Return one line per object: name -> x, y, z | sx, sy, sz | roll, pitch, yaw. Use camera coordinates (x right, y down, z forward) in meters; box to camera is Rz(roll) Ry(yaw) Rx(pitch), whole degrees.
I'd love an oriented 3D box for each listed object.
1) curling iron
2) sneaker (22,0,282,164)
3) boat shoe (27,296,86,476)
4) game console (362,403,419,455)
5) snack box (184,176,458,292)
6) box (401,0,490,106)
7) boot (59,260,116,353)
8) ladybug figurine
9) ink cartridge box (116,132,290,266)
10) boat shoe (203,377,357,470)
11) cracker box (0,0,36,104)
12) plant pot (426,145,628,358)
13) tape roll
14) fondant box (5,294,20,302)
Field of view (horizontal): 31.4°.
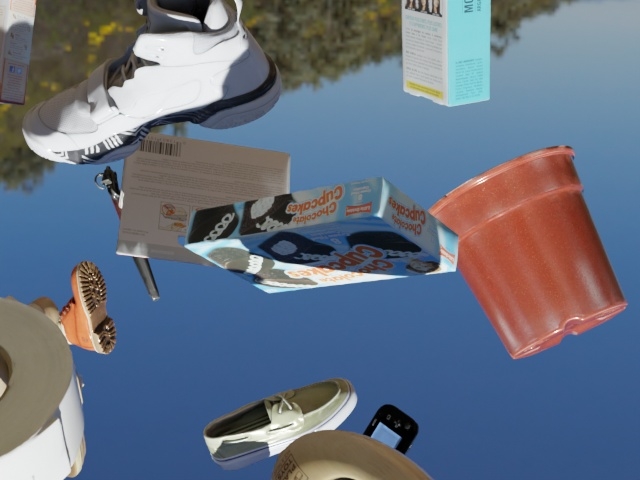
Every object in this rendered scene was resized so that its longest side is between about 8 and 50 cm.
curling iron -> -0.364, -0.012, 2.145 | 0.035, 0.274, 0.068 | -22, 176, 12
sneaker -> -0.248, -0.231, 1.517 | 0.366, 0.210, 0.137 | -12, -128, 6
boat shoe -> -0.448, 0.255, 1.929 | 0.122, 0.341, 0.110 | 13, -143, 25
game console -> 0.072, 0.510, 2.424 | 0.213, 0.361, 0.044 | 32, -178, 22
snack box -> 0.000, 0.000, 1.523 | 0.322, 0.060, 0.187 | -9, 152, 36
box -> 0.141, -0.282, 1.285 | 0.060, 0.244, 0.100 | -13, -157, -25
boot -> -0.372, 0.101, 1.749 | 0.085, 0.157, 0.059 | 8, -151, 23
ladybug figurine -> 0.100, 0.483, 1.850 | 0.449, 0.305, 0.162 | 42, -160, 29
ink cartridge box -> -0.189, -0.052, 1.852 | 0.275, 0.238, 0.060 | 8, 150, -12
boat shoe -> -0.076, 0.338, 2.148 | 0.302, 0.094, 0.109 | -27, -137, -1
cracker box -> -0.622, -0.378, 2.156 | 0.156, 0.232, 0.067 | 9, -177, 35
plant pot -> 0.339, 0.030, 1.811 | 0.273, 0.265, 0.272 | -23, 165, -6
tape roll -> -0.411, 0.191, 1.272 | 0.286, 0.100, 0.286 | 0, -141, 0
fondant box -> -0.596, 0.294, 2.060 | 0.096, 0.330, 0.238 | 30, -129, 22
